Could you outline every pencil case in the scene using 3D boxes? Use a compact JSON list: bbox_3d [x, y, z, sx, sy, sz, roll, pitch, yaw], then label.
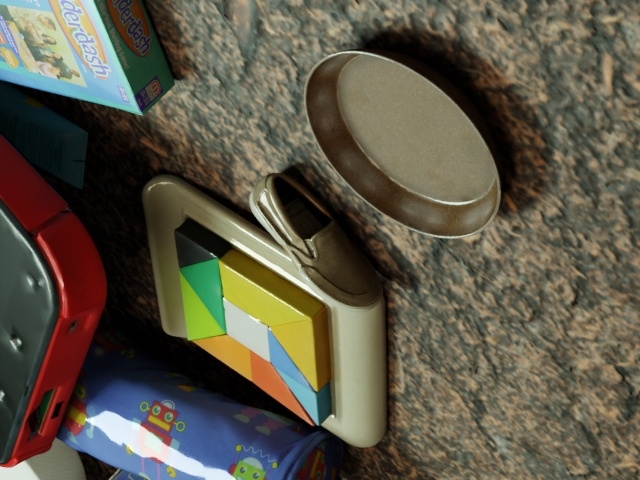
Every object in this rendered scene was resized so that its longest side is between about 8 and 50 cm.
[{"bbox_3d":[-0.118,0.184,1.809,0.306,0.119,0.133,22,-174,30],"label":"pencil case"}]

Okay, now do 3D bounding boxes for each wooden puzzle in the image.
[{"bbox_3d":[-0.052,0.069,1.664,0.238,0.044,0.221,27,146,23],"label":"wooden puzzle"}]

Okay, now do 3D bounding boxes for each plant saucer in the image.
[{"bbox_3d":[0.064,-0.074,1.372,0.168,0.029,0.168,29,146,22],"label":"plant saucer"}]

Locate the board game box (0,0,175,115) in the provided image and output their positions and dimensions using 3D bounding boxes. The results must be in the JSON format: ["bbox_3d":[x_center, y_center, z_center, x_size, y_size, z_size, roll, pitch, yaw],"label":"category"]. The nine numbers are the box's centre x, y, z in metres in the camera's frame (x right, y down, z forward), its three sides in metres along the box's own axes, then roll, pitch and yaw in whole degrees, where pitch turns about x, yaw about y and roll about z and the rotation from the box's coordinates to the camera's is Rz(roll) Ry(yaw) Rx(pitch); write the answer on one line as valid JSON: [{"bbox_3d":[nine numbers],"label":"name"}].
[{"bbox_3d":[-0.228,-0.192,1.537,0.210,0.047,0.160,17,140,37],"label":"board game box"}]

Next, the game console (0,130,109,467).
[{"bbox_3d":[-0.340,0.009,1.755,0.342,0.060,0.386,49,145,16],"label":"game console"}]

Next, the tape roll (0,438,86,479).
[{"bbox_3d":[-0.447,0.230,2.162,0.392,0.072,0.392,18,140,16],"label":"tape roll"}]

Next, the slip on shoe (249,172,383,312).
[{"bbox_3d":[0.000,0.000,1.518,0.135,0.051,0.041,50,152,2],"label":"slip on shoe"}]

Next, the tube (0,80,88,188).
[{"bbox_3d":[-0.293,-0.120,1.704,0.207,0.052,0.080,31,150,12],"label":"tube"}]

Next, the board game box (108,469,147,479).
[{"bbox_3d":[-0.134,0.376,2.044,0.291,0.141,0.232,40,149,3],"label":"board game box"}]
